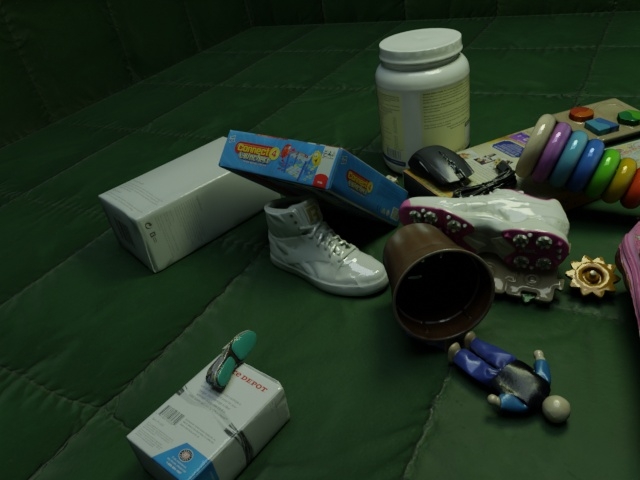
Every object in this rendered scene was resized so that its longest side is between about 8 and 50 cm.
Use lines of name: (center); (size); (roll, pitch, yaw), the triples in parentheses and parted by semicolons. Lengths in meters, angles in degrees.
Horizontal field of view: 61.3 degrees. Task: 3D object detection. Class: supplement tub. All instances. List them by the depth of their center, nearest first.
supplement tub: (0.266, -0.357, 1.400); (0.236, 0.324, 0.235); (-7, 33, 5)

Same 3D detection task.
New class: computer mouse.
computer mouse: (0.326, -0.179, 1.242); (0.184, 0.060, 0.262); (-18, 34, -10)

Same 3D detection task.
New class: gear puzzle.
gear puzzle: (0.371, 0.041, 1.012); (0.339, 0.044, 0.175); (9, 58, 26)

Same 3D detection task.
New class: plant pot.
plant pot: (0.183, 0.055, 0.919); (0.167, 0.167, 0.165); (-12, 26, -2)

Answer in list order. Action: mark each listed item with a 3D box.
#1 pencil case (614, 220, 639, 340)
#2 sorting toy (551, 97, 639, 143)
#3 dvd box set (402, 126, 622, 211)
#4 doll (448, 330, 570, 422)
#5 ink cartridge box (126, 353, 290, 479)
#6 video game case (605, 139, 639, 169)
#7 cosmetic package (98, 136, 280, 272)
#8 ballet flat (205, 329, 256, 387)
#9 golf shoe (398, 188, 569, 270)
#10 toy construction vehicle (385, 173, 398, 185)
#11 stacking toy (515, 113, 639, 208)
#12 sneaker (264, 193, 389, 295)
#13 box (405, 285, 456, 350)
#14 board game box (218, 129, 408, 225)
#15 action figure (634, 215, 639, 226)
pencil case: (0.525, 0.118, 0.767); (0.160, 0.167, 0.386); (-17, 26, 32)
sorting toy: (0.825, -0.348, 1.484); (0.307, 0.041, 0.229); (-16, 34, -8)
dvd box set: (0.451, -0.146, 1.272); (0.421, 0.062, 0.307); (-20, 35, -14)
doll: (0.287, 0.203, 0.808); (0.129, 0.046, 0.189); (-28, 37, -23)
ink cartridge box: (-0.160, 0.275, 0.797); (0.140, 0.082, 0.191); (18, 41, 36)
video game case: (0.815, -0.191, 1.265); (0.227, 0.026, 0.206); (-16, 33, -7)
cosmetic package: (-0.317, -0.107, 1.354); (0.385, 0.156, 0.217); (-31, 39, -30)
ballet flat: (-0.141, 0.179, 0.831); (0.041, 0.041, 0.114); (6, 35, 24)
golf shoe: (0.303, -0.039, 1.008); (0.306, 0.115, 0.140); (15, 52, 20)
toy construction vehicle: (0.153, -0.133, 1.370); (0.086, 0.035, 0.098); (-37, 38, -18)
stacking toy: (0.577, -0.135, 1.089); (0.330, 0.141, 0.141); (26, 45, 16)
sneaker: (0.000, 0.000, 1.087); (0.293, 0.169, 0.108); (16, 40, 33)
box: (0.209, 0.138, 0.946); (0.081, 0.028, 0.136); (19, 46, 37)
board game box: (-0.009, -0.135, 1.197); (0.302, 0.086, 0.308); (17, -2, 35)
action figure: (0.644, -0.014, 1.050); (0.038, 0.030, 0.115); (-10, 31, 8)
